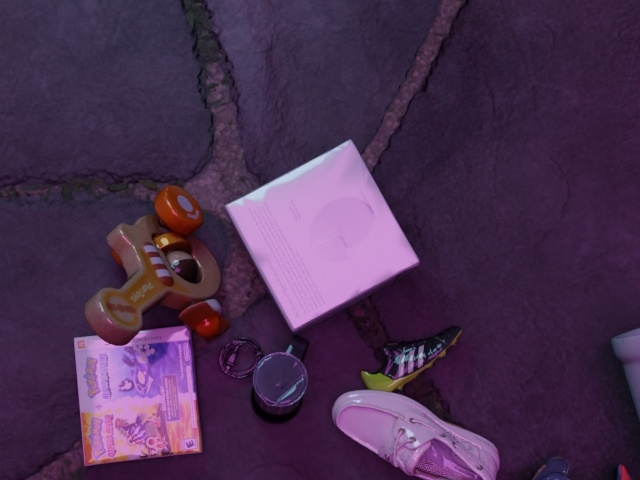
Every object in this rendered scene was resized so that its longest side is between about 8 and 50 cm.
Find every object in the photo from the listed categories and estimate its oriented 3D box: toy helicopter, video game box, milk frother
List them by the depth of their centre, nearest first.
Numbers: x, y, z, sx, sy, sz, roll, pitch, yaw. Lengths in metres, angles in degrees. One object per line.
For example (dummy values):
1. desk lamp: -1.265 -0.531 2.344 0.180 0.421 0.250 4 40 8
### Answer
1. toy helicopter: -0.241 0.078 1.776 0.140 0.355 0.235 -38 95 23
2. milk frother: -0.091 0.205 1.848 0.143 0.135 0.129 9 69 -2
3. video game box: -0.287 0.244 1.886 0.187 0.048 0.205 -7 82 0

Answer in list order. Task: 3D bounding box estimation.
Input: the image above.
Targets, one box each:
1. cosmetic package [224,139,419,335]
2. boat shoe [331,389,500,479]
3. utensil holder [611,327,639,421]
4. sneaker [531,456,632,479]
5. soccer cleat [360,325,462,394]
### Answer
1. cosmetic package: 0.000 0.000 1.881 0.225 0.138 0.224 -28 83 -6
2. boat shoe: 0.146 0.316 1.845 0.277 0.096 0.098 20 115 2
3. utensil holder: 0.647 0.286 1.764 0.328 0.327 0.385 -16 84 -4
4. sneaker: 0.323 0.415 1.842 0.350 0.131 0.148 -4 75 -8
5. soccer cleat: 0.145 0.182 1.898 0.179 0.060 0.072 -37 83 -3
